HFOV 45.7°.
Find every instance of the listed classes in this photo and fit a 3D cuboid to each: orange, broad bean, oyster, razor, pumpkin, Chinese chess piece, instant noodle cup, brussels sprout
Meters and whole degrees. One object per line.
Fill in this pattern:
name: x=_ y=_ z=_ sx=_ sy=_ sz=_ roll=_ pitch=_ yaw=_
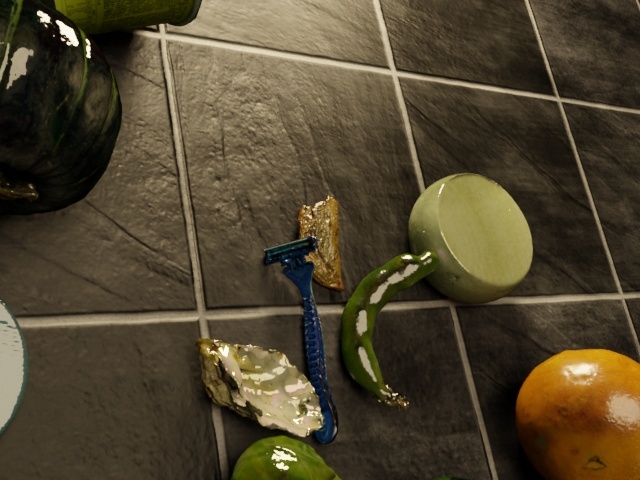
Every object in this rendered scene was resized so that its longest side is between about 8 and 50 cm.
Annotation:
orange: x=0.470 y=0.313 z=1.311 sx=0.261 sy=0.261 sz=0.260 roll=13 pitch=62 yaw=-27
broad bean: x=0.109 y=0.131 z=1.275 sx=0.144 sy=0.049 sz=0.291 roll=17 pitch=65 yaw=-2
oyster: x=-0.089 y=0.225 z=1.114 sx=0.209 sy=0.072 sz=0.132 roll=24 pitch=43 yaw=-32
razor: x=-0.013 y=0.158 z=1.207 sx=0.056 sy=0.093 sz=0.323 roll=20 pitch=56 yaw=-66
pumpkin: x=-0.407 y=-0.168 z=0.934 sx=0.323 sy=0.323 sz=0.241 roll=15 pitch=62 yaw=-26
Chinese chess piece: x=0.283 y=-0.004 z=1.432 sx=0.251 sy=0.101 sz=0.250 roll=13 pitch=62 yaw=-27
instant noodle cup: x=-0.348 y=-0.443 z=1.134 sx=0.222 sy=0.311 sz=0.311 roll=-27 pitch=85 yaw=-29
brussels sprout: x=-0.043 y=0.360 z=1.040 sx=0.181 sy=0.143 sz=0.161 roll=29 pitch=20 yaw=-4

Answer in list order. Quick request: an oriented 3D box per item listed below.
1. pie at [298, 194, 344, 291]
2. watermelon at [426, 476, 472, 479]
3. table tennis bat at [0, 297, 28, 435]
pie: x=0.000 y=0.000 z=1.297 sx=0.092 sy=0.034 sz=0.169 roll=10 pitch=70 yaw=-31
watermelon: x=0.186 y=0.461 z=1.074 sx=0.243 sy=0.242 sz=0.242 roll=13 pitch=62 yaw=-27
table tennis bat: x=-0.466 y=0.122 z=0.941 sx=0.215 sy=0.044 sz=0.328 roll=16 pitch=63 yaw=-25
